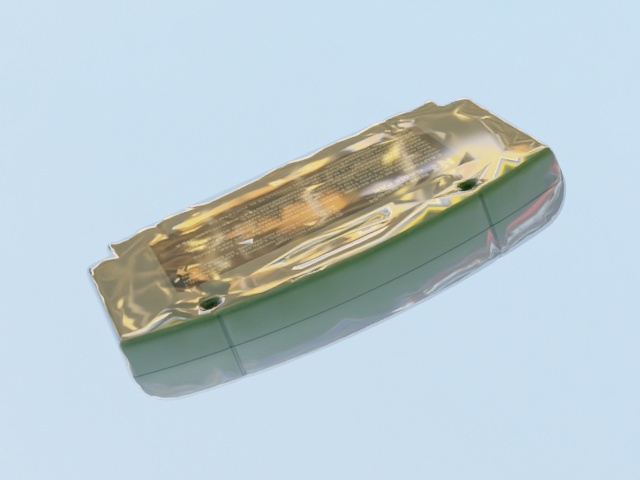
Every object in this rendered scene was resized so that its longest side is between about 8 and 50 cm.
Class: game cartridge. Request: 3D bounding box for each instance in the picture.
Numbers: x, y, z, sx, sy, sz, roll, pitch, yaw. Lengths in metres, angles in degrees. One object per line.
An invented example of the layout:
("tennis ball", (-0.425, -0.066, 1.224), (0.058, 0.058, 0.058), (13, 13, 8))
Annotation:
("game cartridge", (0.000, 0.000, 0.947), (0.294, 0.060, 0.196), (-25, -160, -8))
